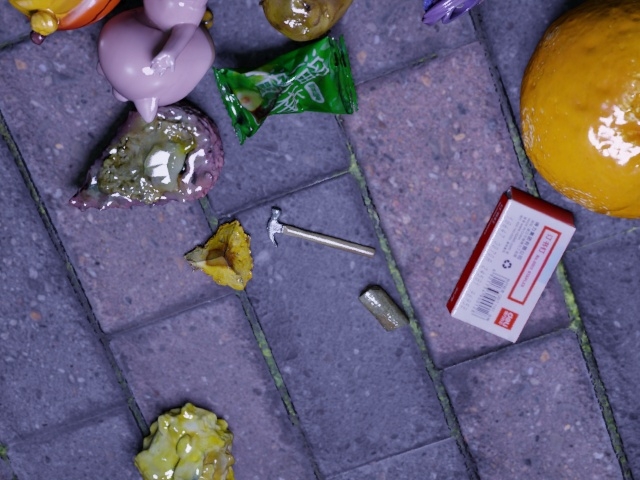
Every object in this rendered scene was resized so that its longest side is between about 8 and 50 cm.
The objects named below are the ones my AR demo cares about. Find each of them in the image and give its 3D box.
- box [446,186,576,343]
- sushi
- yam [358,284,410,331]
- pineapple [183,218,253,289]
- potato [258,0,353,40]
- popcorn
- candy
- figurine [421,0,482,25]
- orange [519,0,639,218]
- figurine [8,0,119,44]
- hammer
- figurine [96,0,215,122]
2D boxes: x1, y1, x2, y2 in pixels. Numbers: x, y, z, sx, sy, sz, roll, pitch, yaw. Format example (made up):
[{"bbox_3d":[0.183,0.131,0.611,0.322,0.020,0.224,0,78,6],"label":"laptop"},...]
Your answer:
[{"bbox_3d":[0.306,0.040,1.649,0.123,0.050,0.229,22,105,-8],"label":"box"},{"bbox_3d":[-0.271,-0.134,1.578,0.241,0.107,0.161,-5,102,2],"label":"sushi"},{"bbox_3d":[0.104,0.113,1.676,0.043,0.043,0.094,-38,101,10],"label":"yam"},{"bbox_3d":[-0.169,0.031,1.643,0.114,0.077,0.114,-8,102,17],"label":"pineapple"},{"bbox_3d":[-0.014,-0.375,1.497,0.137,0.137,0.176,41,81,-10],"label":"potato"},{"bbox_3d":[-0.224,0.354,1.708,0.174,0.142,0.173,10,115,23],"label":"popcorn"},{"bbox_3d":[-0.050,-0.233,1.545,0.203,0.078,0.141,-13,147,6],"label":"candy"},{"bbox_3d":[0.188,-0.399,1.494,0.114,0.126,0.157,-10,95,36],"label":"figurine"},{"bbox_3d":[0.456,-0.191,1.454,0.341,0.293,0.340,1,106,3],"label":"orange"},{"bbox_3d":[-0.338,-0.431,1.445,0.323,0.196,0.320,-42,59,3],"label":"figurine"},{"bbox_3d":[0.000,0.000,1.658,0.182,0.017,0.062,17,106,-5],"label":"hammer"},{"bbox_3d":[-0.205,-0.315,1.475,0.176,0.186,0.287,40,114,33],"label":"figurine"}]
